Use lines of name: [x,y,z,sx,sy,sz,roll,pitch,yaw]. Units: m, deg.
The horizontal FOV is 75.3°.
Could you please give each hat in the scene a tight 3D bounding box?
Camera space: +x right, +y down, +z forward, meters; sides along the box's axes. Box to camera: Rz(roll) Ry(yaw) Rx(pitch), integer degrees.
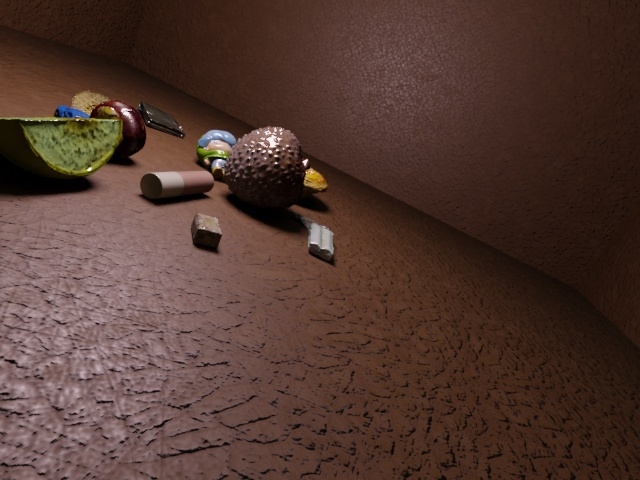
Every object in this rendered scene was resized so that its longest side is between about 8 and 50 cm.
hat: [-0.813,-0.454,1.489,0.146,0.067,0.145,16,61,-31]

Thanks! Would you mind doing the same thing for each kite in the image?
kite: [-0.081,-0.090,1.519,0.245,0.015,0.141,31,15,15]

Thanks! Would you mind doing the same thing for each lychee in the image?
lychee: [-0.173,-0.233,1.388,0.300,0.299,0.300,23,17,-8]

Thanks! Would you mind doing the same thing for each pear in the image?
pear: [-0.631,-0.220,0.931,0.240,0.139,0.288,13,19,12]

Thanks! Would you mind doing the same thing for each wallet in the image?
wallet: [-0.743,-0.562,1.930,0.169,0.044,0.317,17,20,-38]

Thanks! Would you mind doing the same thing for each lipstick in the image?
lipstick: [-0.397,-0.161,1.177,0.070,0.070,0.254,29,17,9]

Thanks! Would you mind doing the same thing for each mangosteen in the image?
mangosteen: [-0.601,-0.321,1.208,0.166,0.166,0.180,25,25,-2]

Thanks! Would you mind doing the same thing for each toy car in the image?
toy car: [-0.748,-0.363,1.291,0.216,0.063,0.103,37,20,33]

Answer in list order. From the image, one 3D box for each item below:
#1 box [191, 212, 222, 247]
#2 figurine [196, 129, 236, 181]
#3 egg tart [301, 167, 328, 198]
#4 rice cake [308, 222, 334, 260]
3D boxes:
box: [-0.273,-0.025,0.992,0.062,0.044,0.098,17,18,-25]
figurine: [-0.388,-0.320,1.579,0.162,0.143,0.263,8,40,-27]
egg tart: [-0.129,-0.269,1.781,0.342,0.132,0.341,25,17,-8]
rice cake: [0.000,0.000,1.317,0.085,0.040,0.226,24,17,-8]
